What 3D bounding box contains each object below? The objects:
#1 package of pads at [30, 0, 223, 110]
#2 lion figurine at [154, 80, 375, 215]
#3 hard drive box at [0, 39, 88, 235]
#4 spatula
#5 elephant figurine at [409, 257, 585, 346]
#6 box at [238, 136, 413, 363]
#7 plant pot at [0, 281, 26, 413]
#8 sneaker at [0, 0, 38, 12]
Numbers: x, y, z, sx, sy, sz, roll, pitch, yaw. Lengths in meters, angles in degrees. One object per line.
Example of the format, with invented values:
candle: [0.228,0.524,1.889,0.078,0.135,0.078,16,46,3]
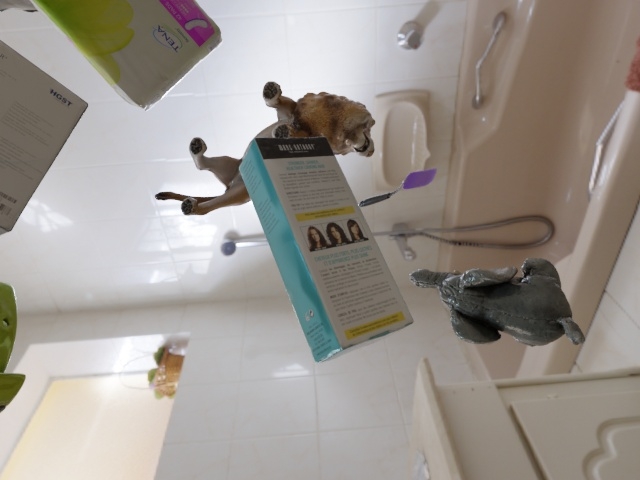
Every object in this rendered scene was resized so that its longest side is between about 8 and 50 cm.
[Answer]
package of pads: [-0.365,-0.422,0.824,0.296,0.229,0.101,46,179,-18]
lion figurine: [-0.094,-0.158,0.827,0.240,0.392,0.142,-3,-109,-69]
hard drive box: [-0.464,-0.148,0.597,0.181,0.089,0.232,39,-125,-39]
spatula: [0.227,-0.154,1.374,0.030,0.296,0.084,45,-130,-19]
elephant figurine: [0.289,0.109,0.780,0.186,0.239,0.169,92,-174,-61]
box: [0.000,0.000,0.489,0.060,0.100,0.244,-46,62,49]
plant pot: [-0.550,0.180,0.569,0.207,0.227,0.228,50,-171,28]
sneaker: [-0.645,-0.540,0.929,0.100,0.271,0.108,30,131,37]
